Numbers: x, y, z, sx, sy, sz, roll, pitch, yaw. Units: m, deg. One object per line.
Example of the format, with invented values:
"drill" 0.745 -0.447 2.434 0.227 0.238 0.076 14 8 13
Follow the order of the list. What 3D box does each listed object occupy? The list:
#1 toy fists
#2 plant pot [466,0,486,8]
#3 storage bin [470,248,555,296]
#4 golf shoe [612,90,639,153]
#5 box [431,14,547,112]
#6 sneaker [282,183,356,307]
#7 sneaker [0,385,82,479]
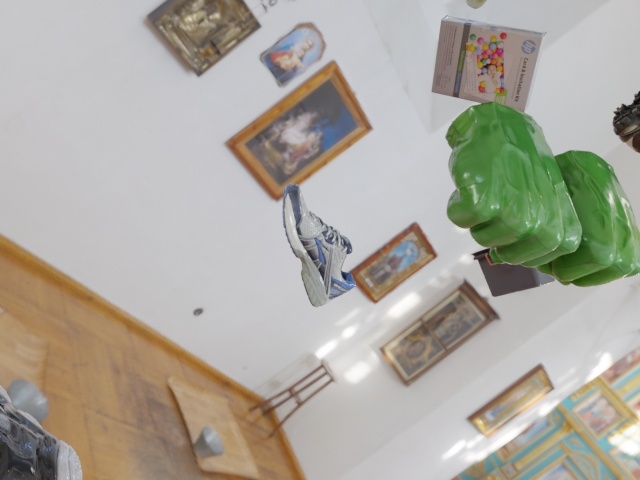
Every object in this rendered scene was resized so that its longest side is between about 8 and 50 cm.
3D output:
"toy fists" 0.234 -0.029 0.614 0.279 0.096 0.142 17 51 -36
"plant pot" 0.094 -0.414 0.603 0.254 0.275 0.276 18 3 -1
"storage bin" 0.348 0.047 1.071 0.135 0.098 0.091 -26 -103 52
"golf shoe" 0.477 -0.177 0.752 0.094 0.198 0.077 44 47 -8
"box" 0.309 -0.330 1.117 0.186 0.038 0.145 19 -49 21
"sneaker" 0.000 0.000 0.600 0.052 0.058 0.135 -99 170 -63
"sneaker" -0.322 0.145 0.477 0.269 0.101 0.153 14 -27 31
